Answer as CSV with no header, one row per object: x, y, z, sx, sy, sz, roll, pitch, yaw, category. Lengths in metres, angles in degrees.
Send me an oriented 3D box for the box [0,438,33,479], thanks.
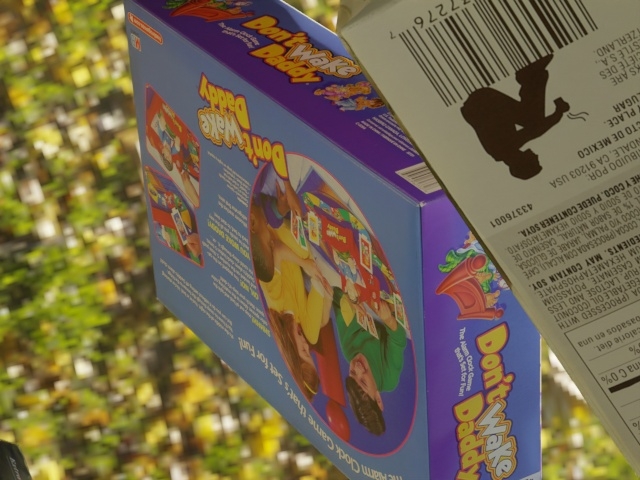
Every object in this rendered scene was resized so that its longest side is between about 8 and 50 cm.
-0.234,0.178,1.037,0.207,0.108,0.153,35,24,-57,box

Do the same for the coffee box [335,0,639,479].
0.137,-0.027,0.752,0.297,0.119,0.168,53,21,-25,coffee box

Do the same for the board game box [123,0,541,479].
0.000,0.000,1.171,0.078,0.347,0.233,-19,124,-25,board game box
